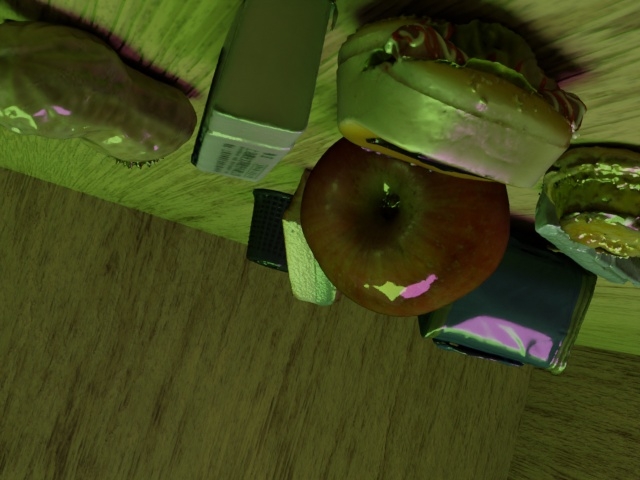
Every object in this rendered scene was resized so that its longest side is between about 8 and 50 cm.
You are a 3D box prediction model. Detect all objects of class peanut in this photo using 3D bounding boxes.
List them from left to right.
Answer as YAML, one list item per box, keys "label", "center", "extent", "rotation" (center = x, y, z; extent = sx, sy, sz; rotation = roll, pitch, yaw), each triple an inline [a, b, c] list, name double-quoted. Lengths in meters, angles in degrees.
- label: "peanut"
  center: [-0.283, -0.177, 0.934]
  extent: [0.149, 0.149, 0.313]
  rotation: [11, 174, 33]

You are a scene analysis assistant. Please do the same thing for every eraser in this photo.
- label: "eraser"
  center: [-0.066, -0.140, 0.732]
  extent: [0.086, 0.130, 0.287]
  rotation: [15, 173, -11]

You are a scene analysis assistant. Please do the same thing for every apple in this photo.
- label: "apple"
  center: [0.110, -0.030, 0.900]
  extent: [0.242, 0.242, 0.241]
  rotation: [13, -175, 23]

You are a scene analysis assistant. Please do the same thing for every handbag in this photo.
- label: "handbag"
  center: [0.304, 0.090, 1.290]
  extent: [0.241, 0.222, 0.263]
  rotation: [18, -169, 1]

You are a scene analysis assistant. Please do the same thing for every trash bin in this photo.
- label: "trash bin"
  center: [-0.091, -0.015, 1.679]
  extent: [0.175, 0.161, 0.175]
  rotation: [18, 174, 2]

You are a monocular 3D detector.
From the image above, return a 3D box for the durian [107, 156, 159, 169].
- label: "durian"
  center: [-0.318, -0.169, 1.217]
  extent: [0.146, 0.102, 0.208]
  rotation: [14, 180, -36]

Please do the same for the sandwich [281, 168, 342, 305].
- label: "sandwich"
  center: [0.000, 0.000, 1.327]
  extent: [0.108, 0.220, 0.186]
  rotation: [15, 174, 19]

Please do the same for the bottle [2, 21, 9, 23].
- label: "bottle"
  center: [-0.393, -0.221, 0.941]
  extent: [0.063, 0.101, 0.047]
  rotation: [17, 174, -3]

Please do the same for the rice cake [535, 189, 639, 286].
- label: "rice cake"
  center: [0.393, 0.001, 1.087]
  extent: [0.063, 0.066, 0.336]
  rotation: [-2, 164, 40]

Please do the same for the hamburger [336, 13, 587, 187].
- label: "hamburger"
  center: [0.114, -0.114, 0.632]
  extent: [0.210, 0.116, 0.173]
  rotation: [15, -177, -26]

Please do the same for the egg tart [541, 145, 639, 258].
- label: "egg tart"
  center: [0.331, -0.033, 0.829]
  extent: [0.191, 0.074, 0.191]
  rotation: [16, 164, 5]
